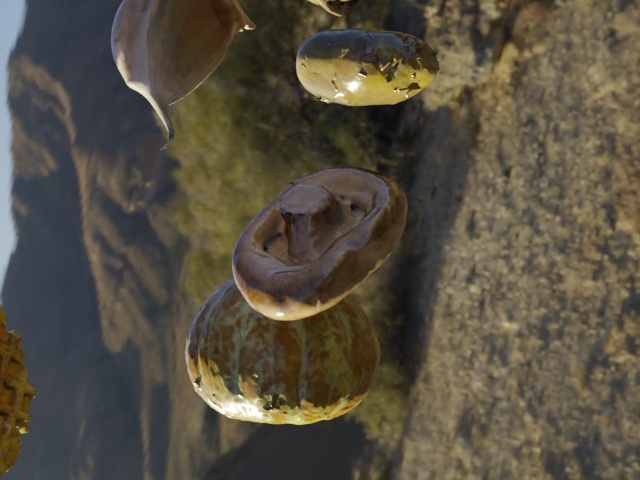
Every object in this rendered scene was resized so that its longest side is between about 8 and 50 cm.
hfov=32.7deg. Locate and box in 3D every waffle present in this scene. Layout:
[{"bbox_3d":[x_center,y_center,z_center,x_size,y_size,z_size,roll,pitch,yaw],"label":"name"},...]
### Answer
[{"bbox_3d":[-0.589,0.255,1.768,0.302,0.068,0.325,-34,-68,-54],"label":"waffle"}]

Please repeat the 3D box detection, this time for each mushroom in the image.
[{"bbox_3d":[0.000,0.000,1.545,0.278,0.278,0.146,-91,-22,-55],"label":"mushroom"}]

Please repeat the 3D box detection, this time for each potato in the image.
[{"bbox_3d":[0.082,-0.313,1.985,0.296,0.191,0.141,2,81,44],"label":"potato"}]

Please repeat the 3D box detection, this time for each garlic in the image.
[{"bbox_3d":[-0.208,-0.252,1.422,0.128,0.148,0.267,88,-155,-62],"label":"garlic"}]

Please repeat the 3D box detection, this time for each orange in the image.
[{"bbox_3d":[-0.059,0.181,1.826,0.329,0.329,0.249,-164,79,-80],"label":"orange"}]

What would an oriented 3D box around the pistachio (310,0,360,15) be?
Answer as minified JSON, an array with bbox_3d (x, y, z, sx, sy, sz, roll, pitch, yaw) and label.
[{"bbox_3d":[0.022,-0.406,1.546,0.210,0.130,0.165,-70,-38,-56],"label":"pistachio"}]
